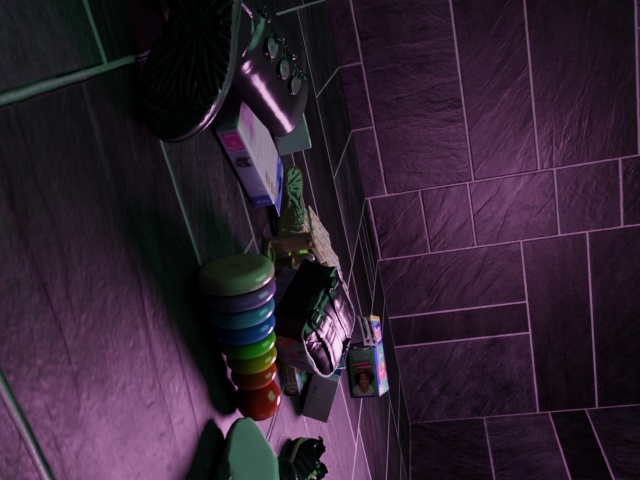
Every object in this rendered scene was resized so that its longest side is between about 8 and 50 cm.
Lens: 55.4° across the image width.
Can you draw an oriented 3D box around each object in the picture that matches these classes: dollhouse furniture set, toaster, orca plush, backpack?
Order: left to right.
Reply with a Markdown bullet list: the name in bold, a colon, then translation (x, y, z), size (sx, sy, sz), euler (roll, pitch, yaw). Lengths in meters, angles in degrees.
- **orca plush**: translation (-0.109, 0.465, 1.078), size (0.287, 0.151, 0.102), euler (53, -40, 26)
- **dollhouse furniture set**: translation (-0.067, 0.088, 1.535), size (0.144, 0.123, 0.151), euler (70, 17, -44)
- **backpack**: translation (-0.024, 0.194, 1.448), size (0.225, 0.191, 0.253), euler (-62, 143, -30)
- **toaster**: translation (0.080, 0.309, 1.989), size (0.168, 0.186, 0.110), euler (27, 52, -66)

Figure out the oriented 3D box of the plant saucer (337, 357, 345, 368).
- **plant saucer**: translation (0.001, 0.309, 1.602), size (0.192, 0.018, 0.067), euler (12, 58, -53)

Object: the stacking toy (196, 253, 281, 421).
- **stacking toy**: translation (-0.134, 0.198, 1.154), size (0.141, 0.141, 0.330), euler (-68, 151, -68)

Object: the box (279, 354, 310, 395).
- **box**: translation (-0.059, 0.319, 1.624), size (0.207, 0.036, 0.114), euler (-44, 125, -76)

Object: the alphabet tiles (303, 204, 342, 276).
- **alphabet tiles**: translation (0.000, 0.000, 1.926), size (0.278, 0.021, 0.284), euler (57, 11, -28)

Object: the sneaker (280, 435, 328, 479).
- **sneaker**: translation (-0.033, 0.549, 1.440), size (0.234, 0.097, 0.084), euler (-78, 156, -59)

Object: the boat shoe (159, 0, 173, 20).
- **boat shoe**: translation (-0.232, -0.423, 1.221), size (0.254, 0.079, 0.095), euler (56, 29, -64)

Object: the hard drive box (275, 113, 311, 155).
- **hard drive box**: translation (-0.095, -0.349, 1.659), size (0.232, 0.089, 0.181), euler (-110, -175, -70)

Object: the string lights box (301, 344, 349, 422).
- **string lights box**: translation (0.019, 0.386, 1.744), size (0.259, 0.077, 0.133), euler (-59, 165, -71)

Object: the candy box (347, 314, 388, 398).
- **candy box**: translation (0.189, 0.467, 2.486), size (0.268, 0.122, 0.317), euler (30, 51, -74)

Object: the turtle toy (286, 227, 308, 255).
- **turtle toy**: translation (-0.065, 0.013, 1.736), size (0.130, 0.066, 0.095), euler (-83, 161, -51)

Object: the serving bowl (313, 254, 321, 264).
- **serving bowl**: translation (-0.006, 0.082, 2.045), size (0.083, 0.027, 0.083), euler (-19, 90, -82)

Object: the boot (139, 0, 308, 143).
- **boot**: translation (-0.156, -0.302, 1.191), size (0.445, 0.146, 0.367), euler (41, 64, -76)

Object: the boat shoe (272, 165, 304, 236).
- **boat shoe**: translation (-0.092, -0.092, 1.658), size (0.073, 0.080, 0.223), euler (14, -77, 58)

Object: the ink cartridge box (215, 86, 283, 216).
- **ink cartridge box**: translation (-0.162, -0.216, 1.454), size (0.311, 0.065, 0.185), euler (64, 20, -49)

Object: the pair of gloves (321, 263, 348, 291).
- **pair of gloves**: translation (0.050, 0.123, 2.073), size (0.204, 0.042, 0.240), euler (-88, 158, -68)
